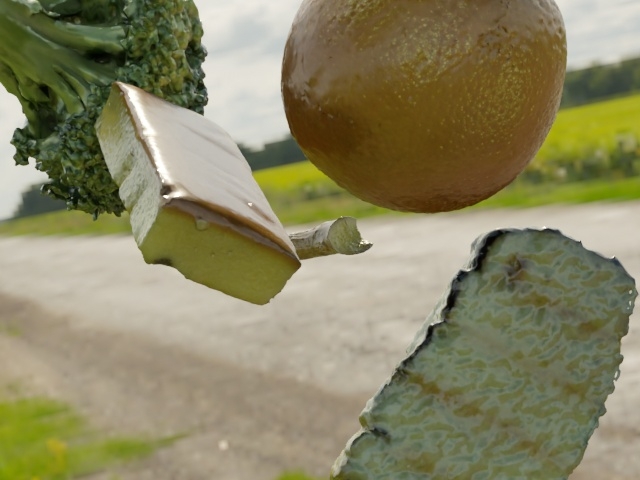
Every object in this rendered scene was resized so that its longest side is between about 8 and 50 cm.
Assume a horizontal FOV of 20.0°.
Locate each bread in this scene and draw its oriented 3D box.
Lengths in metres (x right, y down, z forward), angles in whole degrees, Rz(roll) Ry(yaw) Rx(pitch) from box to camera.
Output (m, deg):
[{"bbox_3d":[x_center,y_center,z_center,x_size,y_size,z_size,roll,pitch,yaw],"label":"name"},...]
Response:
[{"bbox_3d":[-0.125,-0.049,1.713,0.138,0.077,0.361,26,13,-22],"label":"bread"},{"bbox_3d":[0.193,0.184,2.130,0.239,0.395,0.264,31,-10,2],"label":"bread"}]

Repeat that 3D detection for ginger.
[{"bbox_3d":[0.004,-0.001,2.079,0.137,0.044,0.057,-9,37,47],"label":"ginger"}]

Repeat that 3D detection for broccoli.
[{"bbox_3d":[-0.254,-0.220,2.011,0.249,0.375,0.302,-14,-30,3],"label":"broccoli"}]

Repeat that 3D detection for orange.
[{"bbox_3d":[0.098,-0.160,1.705,0.274,0.274,0.274,-11,3,1],"label":"orange"}]
